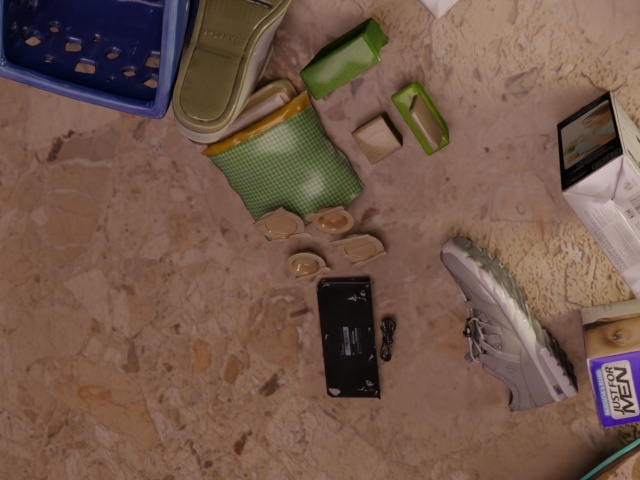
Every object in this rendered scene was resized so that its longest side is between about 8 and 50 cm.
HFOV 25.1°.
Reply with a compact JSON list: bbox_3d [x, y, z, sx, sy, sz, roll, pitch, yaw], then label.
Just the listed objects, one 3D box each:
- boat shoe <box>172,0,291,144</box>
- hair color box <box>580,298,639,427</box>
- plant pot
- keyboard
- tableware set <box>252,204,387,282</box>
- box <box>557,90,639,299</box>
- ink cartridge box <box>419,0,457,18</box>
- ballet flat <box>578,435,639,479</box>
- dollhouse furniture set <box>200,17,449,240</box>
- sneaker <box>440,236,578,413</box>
[{"bbox_3d":[-0.111,-0.263,1.823,0.113,0.103,0.302,25,74,1],"label":"boat shoe"},{"bbox_3d":[0.516,0.134,1.864,0.339,0.185,0.110,-13,106,11],"label":"hair color box"},{"bbox_3d":[-0.263,-0.322,1.782,0.236,0.212,0.236,16,129,3],"label":"plant pot"},{"bbox_3d":[0.055,0.138,2.017,0.108,0.023,0.180,-1,110,15],"label":"keyboard"},{"bbox_3d":[0.000,0.000,1.939,0.141,0.020,0.168,-15,141,23],"label":"tableware set"},{"bbox_3d":[0.373,-0.062,1.762,0.087,0.290,0.169,-34,103,18],"label":"box"},{"bbox_3d":[0.123,-0.439,1.716,0.197,0.198,0.270,-42,100,18],"label":"ink cartridge box"},{"bbox_3d":[0.374,0.385,1.996,0.342,0.116,0.124,-34,71,18],"label":"ballet flat"},{"bbox_3d":[-0.008,-0.122,1.866,0.302,0.151,0.197,-31,102,17],"label":"dollhouse furniture set"},{"bbox_3d":[0.234,0.124,1.942,0.115,0.105,0.281,-31,102,16],"label":"sneaker"}]
